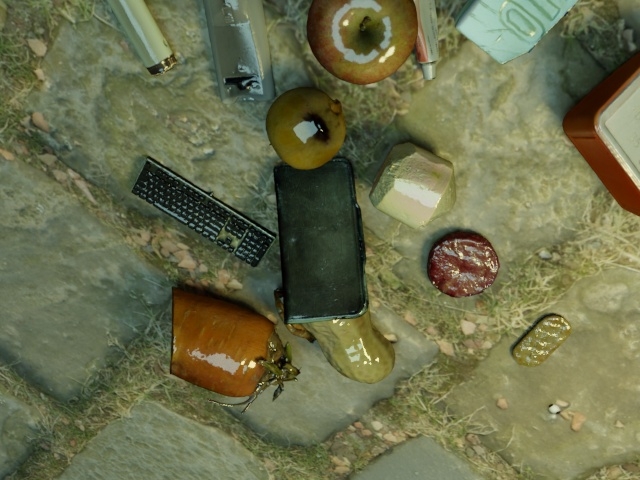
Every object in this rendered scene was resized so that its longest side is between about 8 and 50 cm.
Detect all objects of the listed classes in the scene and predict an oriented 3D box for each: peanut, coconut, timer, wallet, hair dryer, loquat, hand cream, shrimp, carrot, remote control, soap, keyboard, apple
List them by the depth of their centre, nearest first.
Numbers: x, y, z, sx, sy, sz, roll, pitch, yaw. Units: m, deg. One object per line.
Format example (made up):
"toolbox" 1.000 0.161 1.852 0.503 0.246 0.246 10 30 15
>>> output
"soap" 0.349 -0.409 1.087 0.145 0.091 0.230 35 117 -8
"apple" 0.070 -0.361 1.112 0.188 0.173 0.188 2 116 5
"timer" 0.585 -0.192 1.119 0.250 0.161 0.257 -41 103 6
"hand cream" 0.178 -0.389 1.152 0.038 0.052 0.216 11 120 42
"hair dryer" -0.362 -0.445 1.189 0.203 0.128 0.361 -18 119 17
"remote control" -0.159 -0.401 1.198 0.110 0.055 0.312 -2 116 11
"loquat" -0.029 -0.207 1.225 0.163 0.137 0.163 -2 131 -2
"coconut" 0.180 -0.098 1.241 0.153 0.147 0.147 27 117 -1
"wallet" 0.000 0.000 1.298 0.173 0.045 0.317 -7 84 8
"keyboard" -0.247 -0.058 1.397 0.317 0.027 0.106 32 117 -5
"peanut" 0.051 0.187 1.405 0.149 0.149 0.313 -23 111 19
"carrot" -0.197 0.242 1.434 0.332 0.214 0.193 17 140 -3
"shrimp" -0.059 0.164 1.445 0.034 0.124 0.178 -35 150 10

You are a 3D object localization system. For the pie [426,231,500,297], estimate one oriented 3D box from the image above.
"pie" 0.288 0.050 1.350 0.155 0.036 0.154 4 116 8

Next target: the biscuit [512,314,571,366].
"biscuit" 0.471 0.216 1.409 0.071 0.018 0.147 32 117 -7
